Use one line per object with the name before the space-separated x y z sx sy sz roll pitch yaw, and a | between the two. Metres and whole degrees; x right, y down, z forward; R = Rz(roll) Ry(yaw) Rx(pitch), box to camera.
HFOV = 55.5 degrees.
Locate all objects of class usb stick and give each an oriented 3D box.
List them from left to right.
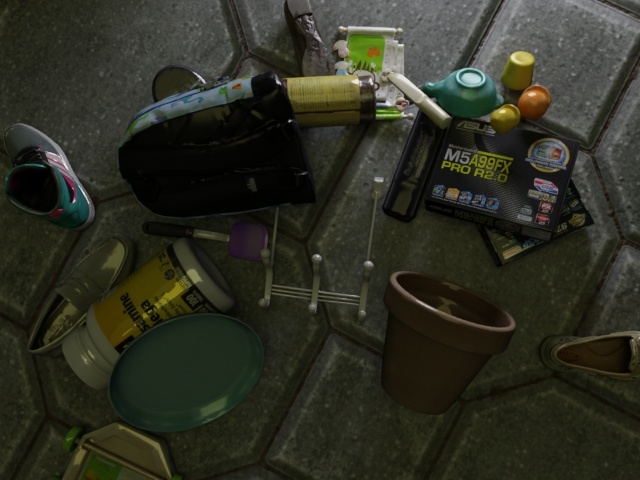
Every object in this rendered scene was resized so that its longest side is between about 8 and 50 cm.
usb stick | 0.215 -0.176 1.351 0.077 0.045 0.278 20 86 12

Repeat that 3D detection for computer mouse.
computer mouse | -0.273 -0.272 1.384 0.188 0.072 0.272 -39 96 -3

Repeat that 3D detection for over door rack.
over door rack | 0.000 0.000 1.317 0.240 0.108 0.324 7 85 4

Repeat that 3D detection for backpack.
backpack | -0.222 -0.178 1.222 0.356 0.290 0.273 -22 40 -3

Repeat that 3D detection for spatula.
spatula | -0.262 -0.014 1.373 0.297 0.030 0.084 8 84 5

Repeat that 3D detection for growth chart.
growth chart | 0.117 -0.381 1.389 0.172 0.021 0.237 -5 84 4

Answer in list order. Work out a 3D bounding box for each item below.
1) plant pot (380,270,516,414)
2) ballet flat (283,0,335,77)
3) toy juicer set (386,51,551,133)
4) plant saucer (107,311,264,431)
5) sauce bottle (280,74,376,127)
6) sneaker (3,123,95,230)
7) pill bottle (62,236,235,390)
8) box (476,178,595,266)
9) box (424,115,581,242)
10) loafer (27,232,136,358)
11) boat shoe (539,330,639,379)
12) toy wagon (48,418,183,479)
plant pot | 0.225 0.215 1.230 0.263 0.263 0.229 21 105 5
ballet flat | -0.029 -0.440 1.392 0.084 0.058 0.249 -18 89 -18
toy juicer set | 0.324 -0.288 1.291 0.329 0.089 0.209 -10 54 -6
plant saucer | -0.273 0.265 1.251 0.318 0.317 0.043 -38 41 0
sauce bottle | -0.055 -0.298 1.316 0.345 0.111 0.111 -2 84 -1
sneaker | -0.633 -0.152 1.336 0.124 0.178 0.295 -40 83 -1
pill bottle | -0.362 0.160 1.284 0.334 0.188 0.188 -37 83 0
box | 0.449 -0.066 1.321 0.220 0.051 0.175 -25 83 1
box | 0.378 -0.134 1.277 0.270 0.060 0.216 17 72 18
loafer | -0.522 0.121 1.335 0.112 0.111 0.319 32 87 8
boat shoe | 0.609 0.242 1.262 0.285 0.089 0.104 -3 84 3
toy wagon | -0.464 0.569 1.313 0.267 0.068 0.344 23 87 6
